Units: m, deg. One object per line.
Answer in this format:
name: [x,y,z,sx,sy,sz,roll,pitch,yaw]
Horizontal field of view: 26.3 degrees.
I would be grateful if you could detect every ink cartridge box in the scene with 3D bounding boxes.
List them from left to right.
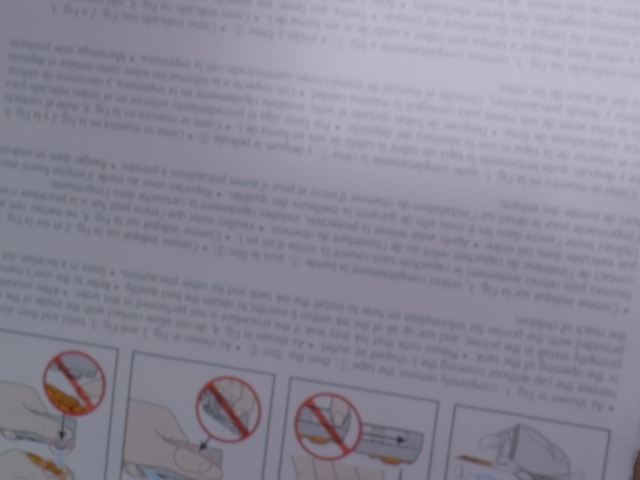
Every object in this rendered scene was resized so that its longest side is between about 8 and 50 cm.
ink cartridge box: [0.000,0.000,0.616,0.308,0.091,0.384,8,98,11]
